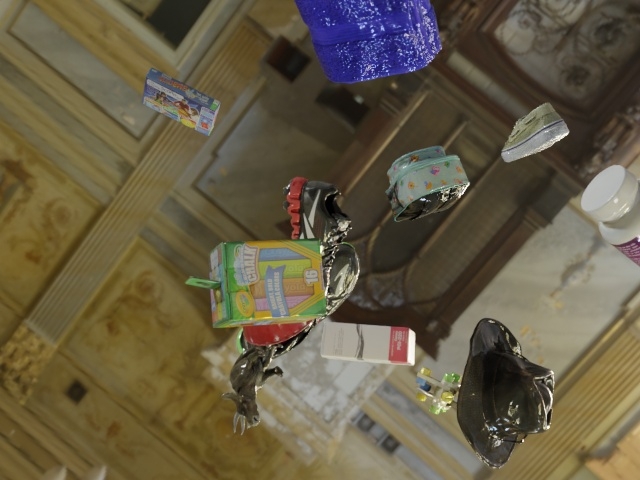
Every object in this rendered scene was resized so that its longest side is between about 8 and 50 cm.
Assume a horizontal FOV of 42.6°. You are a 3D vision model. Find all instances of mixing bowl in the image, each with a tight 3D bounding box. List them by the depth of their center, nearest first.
[{"bbox_3d":[-0.106,0.135,1.801,0.181,0.181,0.098,-112,-2,-64],"label":"mixing bowl"}]

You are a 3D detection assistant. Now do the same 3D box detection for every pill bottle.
[{"bbox_3d":[0.728,-0.032,1.811,0.302,0.169,0.169,34,-166,-15],"label":"pill bottle"}]

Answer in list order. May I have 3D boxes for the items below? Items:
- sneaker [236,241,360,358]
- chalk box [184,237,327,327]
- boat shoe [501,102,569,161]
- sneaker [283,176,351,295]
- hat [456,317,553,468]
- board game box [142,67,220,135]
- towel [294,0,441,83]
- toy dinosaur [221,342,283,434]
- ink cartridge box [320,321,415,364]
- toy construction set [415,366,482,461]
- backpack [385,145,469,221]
[{"bbox_3d":[-0.040,0.204,2.493,0.185,0.483,0.202,46,166,-12],"label":"sneaker"},{"bbox_3d":[-0.113,0.073,1.355,0.213,0.132,0.132,-3,171,-18],"label":"chalk box"},{"bbox_3d":[0.547,-0.277,2.120,0.302,0.109,0.094,144,106,-76],"label":"boat shoe"},{"bbox_3d":[0.000,0.000,1.736,0.135,0.276,0.098,-2,-179,24],"label":"sneaker"},{"bbox_3d":[0.412,0.322,1.703,0.134,0.331,0.331,-2,165,37],"label":"hat"},{"bbox_3d":[-0.373,-0.367,2.186,0.201,0.035,0.136,27,153,-5],"label":"board game box"},{"bbox_3d":[0.079,-0.397,1.417,0.308,0.228,0.076,61,-161,-55],"label":"towel"},{"bbox_3d":[-0.175,0.321,2.048,0.121,0.160,0.313,46,-165,-21],"label":"toy dinosaur"},{"bbox_3d":[0.123,0.262,2.074,0.218,0.092,0.158,1,169,12],"label":"ink cartridge box"},{"bbox_3d":[0.429,0.485,2.341,0.215,0.151,0.328,25,-166,-50],"label":"toy construction set"},{"bbox_3d":[0.243,-0.133,1.863,0.188,0.166,0.144,145,111,-76],"label":"backpack"}]
